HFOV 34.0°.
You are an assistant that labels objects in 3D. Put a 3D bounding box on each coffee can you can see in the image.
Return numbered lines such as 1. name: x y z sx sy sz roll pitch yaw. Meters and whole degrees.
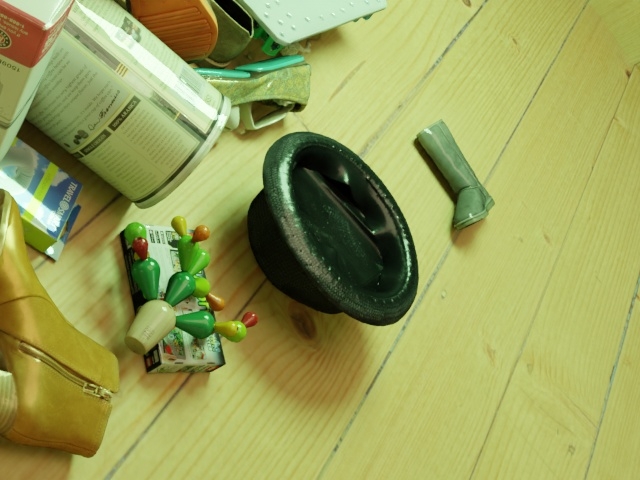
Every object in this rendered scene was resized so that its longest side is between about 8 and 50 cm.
1. coffee can: -0.288 -0.202 1.407 0.275 0.202 0.201 40 41 -24

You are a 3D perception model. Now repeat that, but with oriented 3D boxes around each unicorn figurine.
1. unicorn figurine: -0.072 -0.386 1.893 0.162 0.060 0.111 56 33 0

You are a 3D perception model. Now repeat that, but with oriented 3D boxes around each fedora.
1. fedora: 0.000 0.000 1.634 0.334 0.152 0.334 28 47 -35

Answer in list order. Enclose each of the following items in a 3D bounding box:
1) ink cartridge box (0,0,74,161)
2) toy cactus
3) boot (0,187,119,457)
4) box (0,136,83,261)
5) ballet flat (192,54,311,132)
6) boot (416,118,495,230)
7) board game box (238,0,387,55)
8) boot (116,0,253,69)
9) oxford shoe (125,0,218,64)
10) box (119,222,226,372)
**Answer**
1. ink cartridge box: -0.414 -0.225 1.181 0.207 0.283 0.117 27 48 -13
2. toy cactus: -0.185 0.076 1.369 0.219 0.112 0.180 53 47 -21
3. boot: -0.333 0.102 1.246 0.211 0.104 0.295 27 52 -42
4. box: -0.384 -0.066 1.337 0.178 0.042 0.109 38 42 -24
5. ballet flat: -0.135 -0.231 1.687 0.349 0.123 0.123 -18 80 -51
6. boot: 0.262 -0.134 2.088 0.208 0.076 0.189 62 22 -8
7. board game box: -0.105 -0.516 1.893 0.390 0.050 0.390 48 37 5
8. boot: -0.238 -0.402 1.675 0.305 0.115 0.112 35 46 -25
9. oxford shoe: -0.221 -0.368 1.476 0.363 0.130 0.132 89 -7 -69
10. box: -0.204 0.080 1.445 0.114 0.036 0.206 8 60 -46
